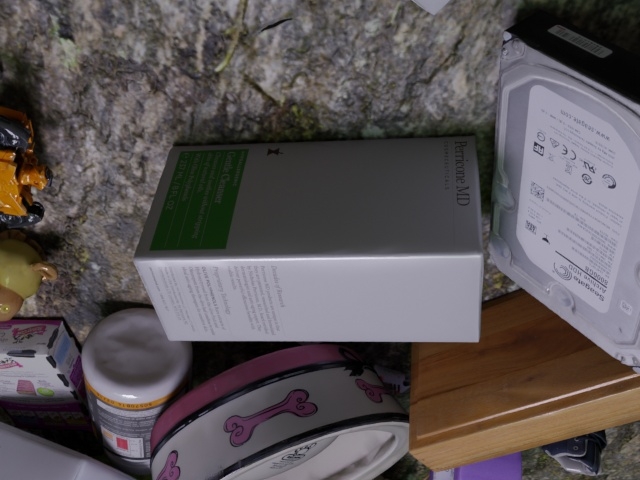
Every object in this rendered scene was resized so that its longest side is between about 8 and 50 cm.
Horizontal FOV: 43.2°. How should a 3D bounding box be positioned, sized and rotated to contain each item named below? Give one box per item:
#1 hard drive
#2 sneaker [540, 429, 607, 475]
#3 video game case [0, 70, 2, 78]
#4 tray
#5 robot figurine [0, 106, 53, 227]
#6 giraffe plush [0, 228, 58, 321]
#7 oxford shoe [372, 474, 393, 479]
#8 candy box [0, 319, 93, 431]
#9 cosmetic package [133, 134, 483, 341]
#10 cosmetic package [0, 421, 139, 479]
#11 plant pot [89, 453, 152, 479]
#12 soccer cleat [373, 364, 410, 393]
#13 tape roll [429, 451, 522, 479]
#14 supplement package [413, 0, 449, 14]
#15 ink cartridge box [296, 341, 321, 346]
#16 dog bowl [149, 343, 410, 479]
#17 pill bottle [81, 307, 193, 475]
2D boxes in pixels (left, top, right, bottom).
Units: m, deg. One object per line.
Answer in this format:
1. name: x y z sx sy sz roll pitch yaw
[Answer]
1. hard drive: 0.280 -0.039 0.836 0.064 0.237 0.339 -33 142 -20
2. sneaker: 0.418 0.249 1.168 0.226 0.163 0.086 -26 126 29
3. video game case: -0.574 -0.219 0.890 0.300 0.036 0.329 -25 129 30
4. tray: 0.302 0.147 1.040 0.411 0.203 0.076 -25 129 30
5. robot figurine: -0.448 -0.101 0.913 0.291 0.085 0.211 8 143 -7
6. giraffe plush: -0.459 0.039 1.090 0.170 0.181 0.210 28 100 -35
7. oxford shoe: 0.092 0.530 1.573 0.146 0.140 0.397 27 149 25
8. candy box: -0.463 0.225 1.331 0.159 0.071 0.233 0 138 11
9. cosmetic package: 0.000 0.000 0.931 0.366 0.197 0.155 -3 136 9
10. cosmetic package: -0.487 0.499 1.325 0.394 0.327 0.329 8 154 32
11. plant pot: -0.389 0.564 1.586 0.228 0.227 0.207 -14 141 21
12. soccer cleat: 0.113 0.214 1.272 0.036 0.029 0.083 -30 130 23
13. tape roll: 0.231 0.370 1.239 0.090 0.275 0.275 6 138 1
14. supplement package: 0.116 -0.297 0.657 0.105 0.105 0.179 30 132 -23
15. ink cartridge box: -0.020 0.087 1.126 0.180 0.060 0.104 32 132 -25
16. dog bowl: -0.068 0.301 1.196 0.408 0.150 0.408 -19 151 -11
17. pill bottle: -0.281 0.245 1.261 0.162 0.162 0.278 9 137 -2
